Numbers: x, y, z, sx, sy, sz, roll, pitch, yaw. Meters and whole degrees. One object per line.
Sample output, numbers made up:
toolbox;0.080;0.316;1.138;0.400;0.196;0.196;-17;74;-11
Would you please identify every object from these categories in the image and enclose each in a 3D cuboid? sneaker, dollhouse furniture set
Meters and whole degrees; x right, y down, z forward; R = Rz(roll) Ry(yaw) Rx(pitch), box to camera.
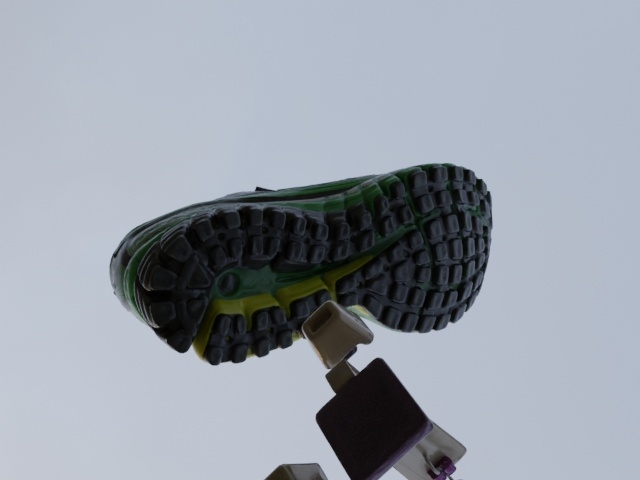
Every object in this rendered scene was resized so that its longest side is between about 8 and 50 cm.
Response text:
sneaker;0.000;0.000;0.685;0.146;0.344;0.134;18;-72;54
dollhouse furniture set;0.003;0.103;0.363;0.114;0.081;0.091;-44;-144;3
